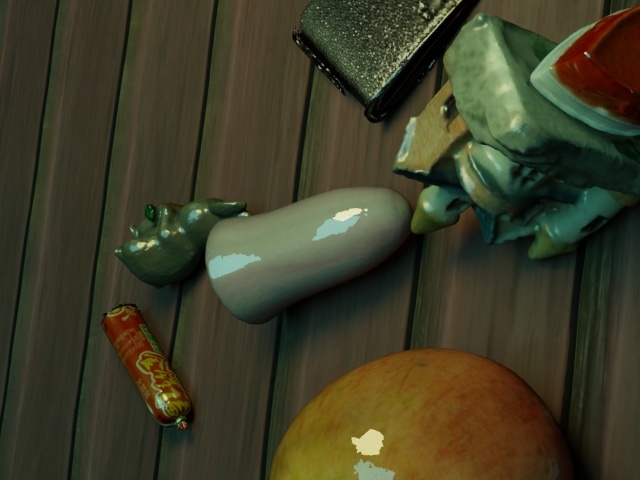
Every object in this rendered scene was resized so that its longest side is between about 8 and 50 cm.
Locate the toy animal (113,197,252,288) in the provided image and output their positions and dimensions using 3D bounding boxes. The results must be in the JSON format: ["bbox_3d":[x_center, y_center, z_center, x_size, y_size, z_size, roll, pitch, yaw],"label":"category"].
[{"bbox_3d":[-0.212,-0.017,1.705,0.251,0.127,0.125,-23,56,21],"label":"toy animal"}]

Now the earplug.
[{"bbox_3d":[0.000,0.000,1.479,0.301,0.172,0.172,-22,69,31],"label":"earplug"}]

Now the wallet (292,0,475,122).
[{"bbox_3d":[0.096,-0.338,1.507,0.262,0.071,0.221,-49,54,16],"label":"wallet"}]

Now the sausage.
[{"bbox_3d":[-0.292,0.225,1.746,0.083,0.083,0.264,-52,56,22],"label":"sausage"}]

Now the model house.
[{"bbox_3d":[0.219,-0.070,1.241,0.325,0.267,0.194,-46,42,41],"label":"model house"}]

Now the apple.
[{"bbox_3d":[0.111,0.307,1.212,0.364,0.364,0.363,-8,78,40],"label":"apple"}]

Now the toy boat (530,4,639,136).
[{"bbox_3d":[0.390,-0.181,1.086,0.133,0.332,0.145,134,132,-74],"label":"toy boat"}]
